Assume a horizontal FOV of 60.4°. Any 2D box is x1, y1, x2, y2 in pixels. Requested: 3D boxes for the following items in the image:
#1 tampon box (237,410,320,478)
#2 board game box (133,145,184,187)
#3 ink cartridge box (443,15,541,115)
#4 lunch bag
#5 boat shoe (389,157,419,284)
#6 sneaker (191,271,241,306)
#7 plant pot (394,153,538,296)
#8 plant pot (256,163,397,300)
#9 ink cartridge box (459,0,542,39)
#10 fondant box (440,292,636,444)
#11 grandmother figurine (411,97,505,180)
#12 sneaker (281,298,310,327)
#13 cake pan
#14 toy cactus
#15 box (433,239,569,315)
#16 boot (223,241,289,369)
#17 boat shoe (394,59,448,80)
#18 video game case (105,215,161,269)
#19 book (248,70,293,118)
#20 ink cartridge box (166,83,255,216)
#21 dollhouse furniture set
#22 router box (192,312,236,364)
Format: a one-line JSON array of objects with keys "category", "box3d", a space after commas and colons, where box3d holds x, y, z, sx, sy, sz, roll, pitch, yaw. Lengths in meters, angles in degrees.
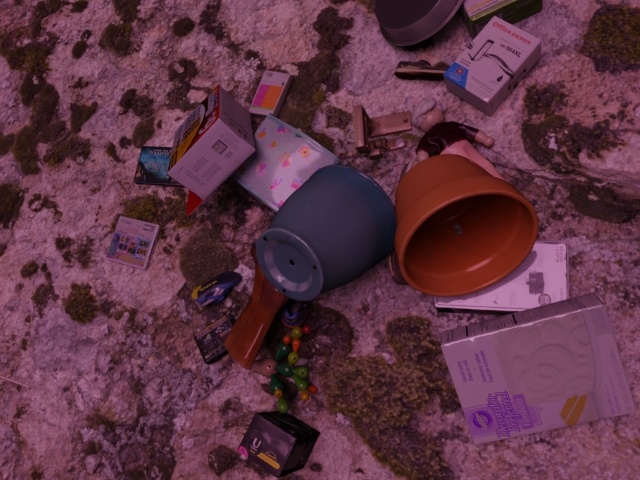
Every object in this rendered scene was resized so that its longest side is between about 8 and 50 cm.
[{"category": "tampon box", "box3d": [-0.097, 0.483, 1.319, 0.121, 0.161, 0.101, 24, 85, 25]}, {"category": "board game box", "box3d": [-0.496, -0.233, 1.732, 0.187, 0.026, 0.126, 5, 77, 22]}, {"category": "ink cartridge box", "box3d": [0.439, -0.448, 1.408, 0.148, 0.086, 0.203, 41, 93, 25]}, {"category": "lunch bag", "box3d": [-0.091, -0.187, 1.499, 0.262, 0.160, 0.223, 37, 90, 30]}, {"category": "boat shoe", "box3d": [0.223, -0.049, 1.371, 0.097, 0.117, 0.323, -22, 61, 52]}, {"category": "sneaker", "box3d": [-0.286, 0.137, 1.545, 0.144, 0.059, 0.053, -27, 36, -4]}, {"category": "plant pot", "box3d": [0.281, -0.050, 1.178, 0.291, 0.291, 0.203, -28, 43, 12]}, {"category": "plant pot", "box3d": [0.000, 0.000, 1.259, 0.272, 0.271, 0.255, 25, 42, 24]}, {"category": "ink cartridge box", "box3d": [0.449, -0.694, 1.465, 0.189, 0.097, 0.255, -22, 70, 14]}, {"category": "fondant box", "box3d": [0.449, 0.273, 1.160, 0.331, 0.096, 0.238, -18, 96, 16]}, {"category": "grandmother figurine", "box3d": [0.332, -0.227, 1.386, 0.208, 0.104, 0.342, -17, 62, -21]}, {"category": "sneaker", "box3d": [-0.044, 0.119, 1.425, 0.083, 0.087, 0.221, 14, 78, 2]}, {"category": "cake pan", "box3d": [0.264, -0.676, 1.493, 0.293, 0.054, 0.292, -18, 63, 39]}, {"category": "toy cactus", "box3d": [-0.093, 0.325, 1.408, 0.181, 0.112, 0.218, -5, 76, 39]}, {"category": "box", "box3d": [0.416, 0.086, 1.274, 0.290, 0.087, 0.169, 0, 76, 20]}, {"category": "boot", "box3d": [-0.171, 0.162, 1.446, 0.264, 0.096, 0.280, 36, 102, 52]}, {"category": "boat shoe", "box3d": [0.276, -0.466, 1.491, 0.152, 0.056, 0.049, 10, 85, 23]}, {"category": "video game case", "box3d": [-0.581, 0.006, 1.705, 0.157, 0.019, 0.143, 12, 81, 22]}, {"category": "book", "box3d": [-0.152, -0.439, 1.657, 0.096, 0.035, 0.144, 18, 82, 27]}, {"category": "ink cartridge box", "box3d": [-0.323, -0.254, 1.522, 0.272, 0.130, 0.309, -42, 29, 15]}, {"category": "dollhouse furniture set", "box3d": [0.165, -0.291, 1.434, 0.123, 0.151, 0.143, -7, 76, 19]}, {"category": "router box", "box3d": [-0.279, 0.271, 1.510, 0.123, 0.038, 0.092, -33, 68, 9]}]
